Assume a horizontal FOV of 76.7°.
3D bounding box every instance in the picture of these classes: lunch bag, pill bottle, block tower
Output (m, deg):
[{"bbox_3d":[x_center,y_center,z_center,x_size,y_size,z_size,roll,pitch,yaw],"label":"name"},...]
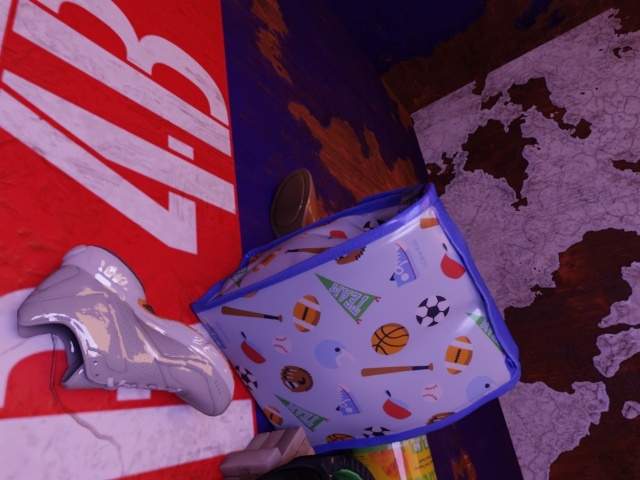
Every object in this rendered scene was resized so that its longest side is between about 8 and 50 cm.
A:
[{"bbox_3d":[0.065,0.123,0.634,0.328,0.385,0.239,58,29,-15],"label":"lunch bag"},{"bbox_3d":[0.135,0.442,0.669,0.136,0.136,0.246,22,50,-54],"label":"pill bottle"},{"bbox_3d":[-0.016,0.431,0.577,0.336,0.090,0.097,65,27,-5],"label":"block tower"}]

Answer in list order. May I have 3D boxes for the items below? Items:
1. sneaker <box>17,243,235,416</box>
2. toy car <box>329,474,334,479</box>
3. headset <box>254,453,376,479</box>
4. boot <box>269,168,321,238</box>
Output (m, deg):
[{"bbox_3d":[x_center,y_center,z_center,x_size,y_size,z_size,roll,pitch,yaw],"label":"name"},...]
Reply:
[{"bbox_3d":[-0.215,0.136,0.456,0.262,0.099,0.121,48,39,-18],"label":"sneaker"},{"bbox_3d":[0.041,0.464,0.695,0.225,0.053,0.239,50,31,-29],"label":"toy car"},{"bbox_3d":[-0.060,0.370,0.420,0.394,0.185,0.244,24,55,-49],"label":"headset"},{"bbox_3d":[0.000,0.000,0.904,0.220,0.109,0.284,27,50,-50],"label":"boot"}]
